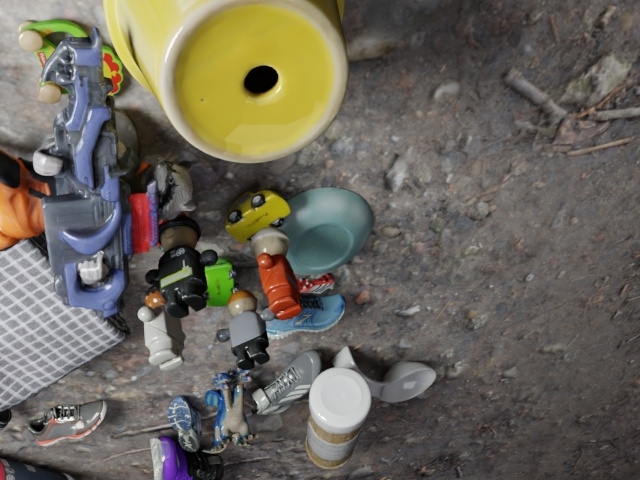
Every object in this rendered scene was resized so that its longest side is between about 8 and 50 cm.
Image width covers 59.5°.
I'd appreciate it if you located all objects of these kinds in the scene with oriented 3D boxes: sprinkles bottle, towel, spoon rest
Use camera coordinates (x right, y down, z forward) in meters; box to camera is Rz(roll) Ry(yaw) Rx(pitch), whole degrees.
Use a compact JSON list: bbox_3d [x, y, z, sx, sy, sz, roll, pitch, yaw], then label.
[{"bbox_3d":[0.031,0.394,1.209,0.121,0.121,0.355,-11,147,-11],"label":"sprinkles bottle"},{"bbox_3d":[-0.440,0.102,0.783,0.235,0.121,0.283,-31,135,-4],"label":"towel"},{"bbox_3d":[0.149,0.310,1.247,0.276,0.084,0.137,23,121,-34],"label":"spoon rest"}]

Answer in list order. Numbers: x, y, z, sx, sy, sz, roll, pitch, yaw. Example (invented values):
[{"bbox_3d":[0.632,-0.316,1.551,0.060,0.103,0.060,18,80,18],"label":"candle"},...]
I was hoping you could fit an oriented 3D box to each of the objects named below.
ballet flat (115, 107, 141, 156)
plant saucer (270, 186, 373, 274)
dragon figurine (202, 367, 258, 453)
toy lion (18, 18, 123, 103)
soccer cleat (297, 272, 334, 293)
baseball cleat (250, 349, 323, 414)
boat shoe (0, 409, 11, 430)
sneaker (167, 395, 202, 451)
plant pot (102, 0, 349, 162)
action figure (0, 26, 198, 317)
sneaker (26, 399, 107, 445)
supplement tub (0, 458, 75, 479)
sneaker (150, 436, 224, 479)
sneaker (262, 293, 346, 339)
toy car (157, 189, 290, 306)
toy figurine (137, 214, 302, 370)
[{"bbox_3d":[-0.293,-0.067,0.750,0.084,0.058,0.249,11,123,-16],"label":"ballet flat"},{"bbox_3d":[0.000,0.000,0.929,0.195,0.037,0.195,-11,136,-11],"label":"plant saucer"},{"bbox_3d":[-0.191,0.353,1.159,0.085,0.144,0.289,-2,152,-21],"label":"dragon figurine"},{"bbox_3d":[-0.278,-0.202,0.639,0.096,0.034,0.100,-16,136,-15],"label":"toy lion"},{"bbox_3d":[-0.014,0.084,1.010,0.083,0.029,0.035,-14,131,-13],"label":"soccer cleat"},{"bbox_3d":[-0.076,0.304,1.153,0.109,0.072,0.206,-5,137,-45],"label":"baseball cleat"},{"bbox_3d":[-0.560,0.239,0.927,0.076,0.080,0.228,-14,128,-6],"label":"boat shoe"},{"bbox_3d":[-0.281,0.376,1.179,0.052,0.058,0.135,-1,115,13],"label":"sneaker"},{"bbox_3d":[-0.082,-0.208,0.556,0.254,0.239,0.254,-11,136,-11],"label":"plant pot"},{"bbox_3d":[-0.297,-0.089,0.609,0.330,0.178,0.341,6,125,-21],"label":"action figure"},{"bbox_3d":[-0.483,0.339,1.060,0.158,0.061,0.065,-25,129,3],"label":"sneaker"},{"bbox_3d":[-0.609,0.551,1.119,0.191,0.191,0.272,-35,134,14],"label":"supplement tub"},{"bbox_3d":[-0.295,0.510,1.270,0.146,0.102,0.293,-11,141,-13],"label":"sneaker"},{"bbox_3d":[-0.031,0.130,1.023,0.162,0.063,0.073,-16,132,-6],"label":"sneaker"},{"bbox_3d":[-0.167,0.015,0.869,0.239,0.053,0.225,-9,135,-12],"label":"toy car"},{"bbox_3d":[-0.148,0.077,0.803,0.213,0.148,0.209,4,137,-26],"label":"toy figurine"}]
